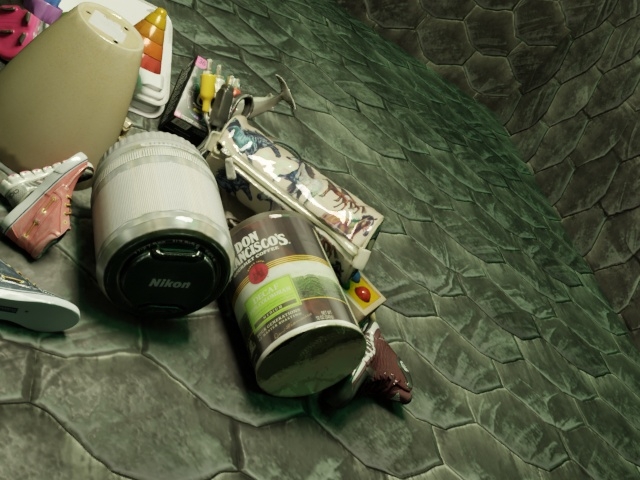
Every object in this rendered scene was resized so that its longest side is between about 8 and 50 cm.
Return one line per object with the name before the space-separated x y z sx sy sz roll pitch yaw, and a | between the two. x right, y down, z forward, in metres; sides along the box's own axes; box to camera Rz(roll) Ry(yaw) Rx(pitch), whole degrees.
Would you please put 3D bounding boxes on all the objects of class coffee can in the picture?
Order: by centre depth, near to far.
coffee can | -0.057 0.111 1.506 0.201 0.201 0.275 18 35 -41

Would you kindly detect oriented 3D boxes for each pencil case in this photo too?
pencil case | -0.055 -0.085 1.706 0.410 0.160 0.183 36 22 8

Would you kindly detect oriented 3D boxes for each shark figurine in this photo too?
shark figurine | -0.183 -0.307 2.046 0.166 0.278 0.116 51 35 -72

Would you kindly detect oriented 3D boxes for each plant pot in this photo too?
plant pot | -0.438 -0.274 1.486 0.256 0.274 0.256 32 28 -20

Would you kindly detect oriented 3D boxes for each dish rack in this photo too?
dish rack | -0.456 -0.442 1.820 0.332 0.072 0.286 18 61 -42

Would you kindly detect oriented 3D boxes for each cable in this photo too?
cable | -0.232 -0.239 1.815 0.072 0.287 0.139 11 -11 42

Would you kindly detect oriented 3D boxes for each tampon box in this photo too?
tampon box | -0.270 -0.305 1.881 0.120 0.101 0.161 28 66 -25

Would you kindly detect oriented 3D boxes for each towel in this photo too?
towel | -0.150 -0.084 1.857 0.187 0.049 0.282 27 29 -30

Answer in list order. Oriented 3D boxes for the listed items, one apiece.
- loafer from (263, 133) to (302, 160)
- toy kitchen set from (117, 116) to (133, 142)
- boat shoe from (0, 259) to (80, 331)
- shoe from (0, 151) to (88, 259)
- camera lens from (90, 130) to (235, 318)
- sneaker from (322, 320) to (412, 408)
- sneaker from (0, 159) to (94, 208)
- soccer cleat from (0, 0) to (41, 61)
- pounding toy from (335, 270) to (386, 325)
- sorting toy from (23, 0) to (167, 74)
loafer | -0.158 -0.229 2.024 0.267 0.096 0.084 10 34 -45
toy kitchen set | -0.411 -0.206 1.654 0.083 0.068 0.075 42 26 1
boat shoe | -0.432 0.072 1.197 0.183 0.065 0.083 19 35 -38
shoe | -0.417 -0.054 1.330 0.081 0.178 0.063 44 -18 -6
camera lens | -0.267 -0.024 1.398 0.219 0.219 0.274 23 32 -35
sneaker | 0.111 0.273 1.611 0.162 0.106 0.281 46 27 -4
sneaker | -0.449 -0.084 1.404 0.170 0.063 0.075 -23 83 -45
soccer cleat | -0.604 -0.520 1.694 0.143 0.115 0.332 5 82 -83
pounding toy | 0.089 0.129 1.808 0.181 0.094 0.206 46 26 9
sorting toy | -0.409 -0.437 1.625 0.127 0.126 0.365 37 10 24
